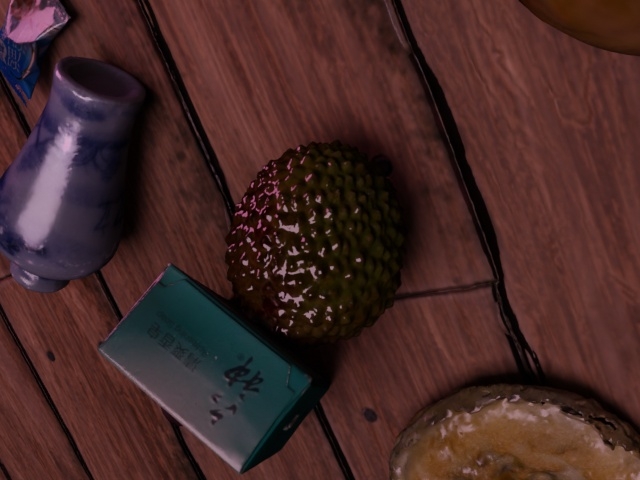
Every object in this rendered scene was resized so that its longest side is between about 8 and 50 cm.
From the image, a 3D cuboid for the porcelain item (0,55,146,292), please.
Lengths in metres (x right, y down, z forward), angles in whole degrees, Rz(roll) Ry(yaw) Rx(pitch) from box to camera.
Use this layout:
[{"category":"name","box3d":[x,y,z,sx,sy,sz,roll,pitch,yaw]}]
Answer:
[{"category":"porcelain item","box3d":[-0.265,-0.059,0.748,0.141,0.141,0.259,37,118,12]}]

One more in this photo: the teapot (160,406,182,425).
[{"category":"teapot","box3d":[-0.160,0.185,0.855,0.068,0.045,0.100,-48,65,16]}]

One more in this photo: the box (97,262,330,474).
[{"category":"box","box3d":[-0.080,0.119,0.650,0.153,0.092,0.245,37,172,12]}]

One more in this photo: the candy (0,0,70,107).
[{"category":"candy","box3d":[-0.310,-0.220,0.753,0.088,0.038,0.136,53,123,16]}]

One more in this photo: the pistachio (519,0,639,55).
[{"category":"pistachio","box3d":[0.179,-0.178,0.411,0.210,0.130,0.165,16,161,25]}]

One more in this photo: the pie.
[{"category":"pie","box3d":[0.189,0.240,0.654,0.274,0.055,0.274,15,121,26]}]

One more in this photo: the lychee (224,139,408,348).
[{"category":"lychee","box3d":[0.000,0.000,0.595,0.171,0.171,0.171,14,120,26]}]
